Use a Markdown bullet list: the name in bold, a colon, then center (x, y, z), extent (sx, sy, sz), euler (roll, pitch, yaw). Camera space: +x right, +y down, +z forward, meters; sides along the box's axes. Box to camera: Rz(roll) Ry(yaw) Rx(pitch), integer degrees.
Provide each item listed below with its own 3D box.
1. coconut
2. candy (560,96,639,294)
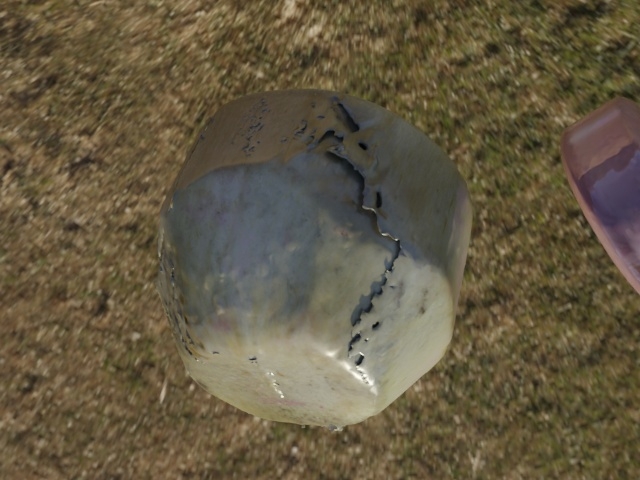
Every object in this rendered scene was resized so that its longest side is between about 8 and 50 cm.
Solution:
- **coconut**: center (0.000, 0.000, 1.218), extent (0.353, 0.352, 0.352), euler (1, 109, 2)
- **candy**: center (0.350, -0.027, 1.234), extent (0.094, 0.255, 0.255), euler (-33, 105, 21)
